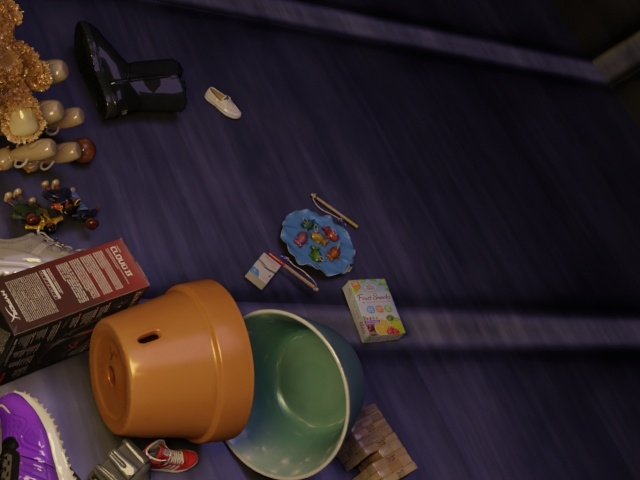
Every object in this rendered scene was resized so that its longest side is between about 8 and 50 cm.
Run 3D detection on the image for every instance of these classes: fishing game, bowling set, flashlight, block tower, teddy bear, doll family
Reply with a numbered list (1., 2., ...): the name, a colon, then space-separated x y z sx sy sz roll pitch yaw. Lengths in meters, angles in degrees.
1. fishing game: 0.000 0.000 2.192 0.189 0.041 0.264 38 42 1
2. bowling set: -0.561 -0.203 1.967 0.154 0.200 0.287 -12 49 11
3. flashlight: -0.247 0.465 1.650 0.304 0.103 0.103 45 47 5
4. block tower: 0.048 0.341 1.933 0.097 0.091 0.335 -18 67 -40
5. teddy bear: -0.630 -0.319 1.839 0.245 0.113 0.338 -27 76 -27
6. doll family: -0.515 -0.057 1.899 0.193 0.076 0.111 -24 52 -36

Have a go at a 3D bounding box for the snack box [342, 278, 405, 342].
1. snack box: 0.118 0.154 2.154 0.100 0.037 0.141 0 57 -33

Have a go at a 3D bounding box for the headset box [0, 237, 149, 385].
1. headset box: -0.451 0.123 1.704 0.293 0.218 0.110 -21 71 -40

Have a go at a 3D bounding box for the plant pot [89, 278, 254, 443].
1. plant pot: -0.272 0.222 1.692 0.203 0.291 0.291 -6 60 -32

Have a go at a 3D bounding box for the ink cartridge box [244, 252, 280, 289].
1. ink cartridge box: -0.119 0.060 2.087 0.048 0.028 0.083 38 45 -1

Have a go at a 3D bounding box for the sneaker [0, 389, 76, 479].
1. sneaker: -0.484 0.382 1.567 0.146 0.102 0.293 -15 66 -37

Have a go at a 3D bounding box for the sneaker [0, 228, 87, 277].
1. sneaker: -0.502 0.027 1.817 0.281 0.105 0.115 3 62 -29

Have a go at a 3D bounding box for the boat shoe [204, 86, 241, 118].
1. boat shoe: -0.227 -0.328 2.311 0.100 0.035 0.035 37 46 -1

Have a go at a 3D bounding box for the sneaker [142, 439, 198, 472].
1. sneaker: -0.265 0.382 1.726 0.118 0.067 0.042 3 56 -30

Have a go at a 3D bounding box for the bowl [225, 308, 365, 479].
1. bowl: -0.040 0.274 1.821 0.311 0.311 0.163 56 28 16

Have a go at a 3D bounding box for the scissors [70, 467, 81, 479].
1. scissors: -0.358 0.468 1.641 0.109 0.021 0.297 -12 63 -35

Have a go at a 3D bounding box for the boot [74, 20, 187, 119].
1. boot: -0.424 -0.387 2.191 0.207 0.094 0.246 -13 71 -34
